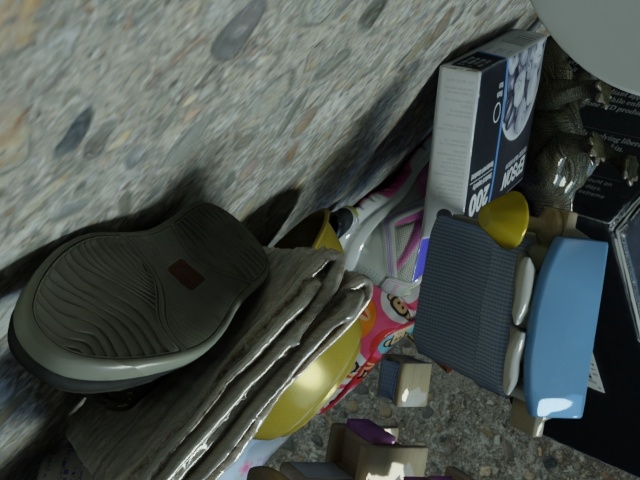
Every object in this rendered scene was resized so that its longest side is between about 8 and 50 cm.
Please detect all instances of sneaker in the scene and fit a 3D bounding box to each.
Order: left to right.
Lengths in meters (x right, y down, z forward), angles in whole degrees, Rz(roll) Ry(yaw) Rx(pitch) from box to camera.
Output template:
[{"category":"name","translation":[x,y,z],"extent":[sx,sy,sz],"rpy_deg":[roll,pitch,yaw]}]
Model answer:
[{"category":"sneaker","translation":[-0.108,0.058,0.691],"extent":[0.118,0.083,0.222],"rpy_deg":[-48,172,21]},{"category":"sneaker","translation":[0.000,0.000,1.221],"extent":[0.083,0.031,0.035],"rpy_deg":[-55,157,19]},{"category":"sneaker","translation":[0.116,-0.028,1.388],"extent":[0.252,0.111,0.103],"rpy_deg":[-44,172,-27]}]

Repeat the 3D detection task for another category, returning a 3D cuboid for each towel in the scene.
[{"category":"towel","translation":[-0.072,0.080,0.818],"extent":[0.187,0.049,0.282],"rpy_deg":[-48,-167,-10]}]

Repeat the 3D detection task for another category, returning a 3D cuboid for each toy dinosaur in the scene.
[{"category":"toy dinosaur","translation":[0.237,-0.125,1.361],"extent":[0.160,0.314,0.121],"rpy_deg":[-7,176,40]}]

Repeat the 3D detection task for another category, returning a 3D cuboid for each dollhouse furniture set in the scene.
[{"category":"dollhouse furniture set","translation":[0.055,0.091,1.079],"extent":[0.286,0.198,0.303],"rpy_deg":[-157,-106,-64]}]

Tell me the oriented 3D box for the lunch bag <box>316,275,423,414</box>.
[{"category":"lunch bag","translation":[0.071,0.100,1.752],"extent":[0.293,0.120,0.258],"rpy_deg":[-40,170,-47]}]

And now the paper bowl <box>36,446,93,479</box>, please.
[{"category":"paper bowl","translation":[-0.121,0.289,0.967],"extent":[0.148,0.284,0.284],"rpy_deg":[-4,167,-3]}]

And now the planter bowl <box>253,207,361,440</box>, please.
[{"category":"planter bowl","translation":[-0.033,0.085,1.008],"extent":[0.217,0.090,0.217],"rpy_deg":[-49,-171,10]}]

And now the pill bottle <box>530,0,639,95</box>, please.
[{"category":"pill bottle","translation":[0.308,-0.265,0.907],"extent":[0.361,0.204,0.204],"rpy_deg":[-44,172,-28]}]

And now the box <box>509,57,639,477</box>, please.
[{"category":"box","translation":[0.447,-0.021,1.731],"extent":[0.472,0.297,0.480],"rpy_deg":[-43,130,-25]}]

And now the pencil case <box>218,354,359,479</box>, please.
[{"category":"pencil case","translation":[-0.088,0.154,1.184],"extent":[0.273,0.113,0.124],"rpy_deg":[-45,142,-15]}]

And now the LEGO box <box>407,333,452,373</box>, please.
[{"category":"LEGO box","translation":[0.319,-0.027,2.206],"extent":[0.372,0.193,0.500],"rpy_deg":[-50,172,20]}]

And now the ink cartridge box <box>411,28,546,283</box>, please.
[{"category":"ink cartridge box","translation":[0.151,-0.079,1.232],"extent":[0.206,0.045,0.208],"rpy_deg":[-35,137,-59]}]
